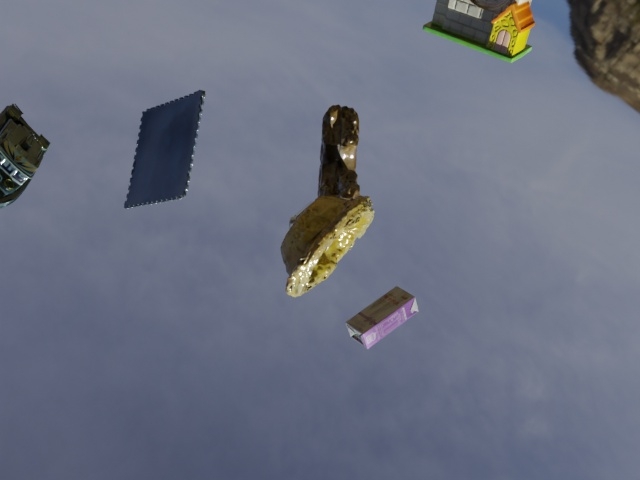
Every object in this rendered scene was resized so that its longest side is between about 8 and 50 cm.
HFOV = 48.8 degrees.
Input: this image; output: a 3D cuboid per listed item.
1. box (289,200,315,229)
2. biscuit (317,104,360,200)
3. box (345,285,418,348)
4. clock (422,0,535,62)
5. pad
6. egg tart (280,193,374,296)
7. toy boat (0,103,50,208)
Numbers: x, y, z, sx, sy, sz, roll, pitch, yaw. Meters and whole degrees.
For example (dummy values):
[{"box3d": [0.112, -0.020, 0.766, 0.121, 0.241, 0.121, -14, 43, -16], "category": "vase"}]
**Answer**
[{"box3d": [-0.037, -0.023, 2.008, 0.044, 0.142, 0.285, -5, -168, 12], "category": "box"}, {"box3d": [0.050, -0.188, 2.016, 0.115, 0.268, 0.366, 5, -121, -2], "category": "biscuit"}, {"box3d": [0.102, 0.126, 1.160, 0.117, 0.036, 0.050, -31, -143, -21], "category": "box"}, {"box3d": [0.350, -0.532, 1.451, 0.219, 0.255, 0.106, 29, -138, 25], "category": "clock"}, {"box3d": [-0.375, -0.212, 1.678, 0.012, 0.269, 0.270, 19, -106, -43], "category": "pad"}, {"box3d": [0.000, 0.000, 1.546, 0.118, 0.288, 0.288, 38, -151, 8], "category": "egg tart"}, {"box3d": [-0.567, -0.142, 1.264, 0.114, 0.122, 0.296, 51, -165, -29], "category": "toy boat"}]
